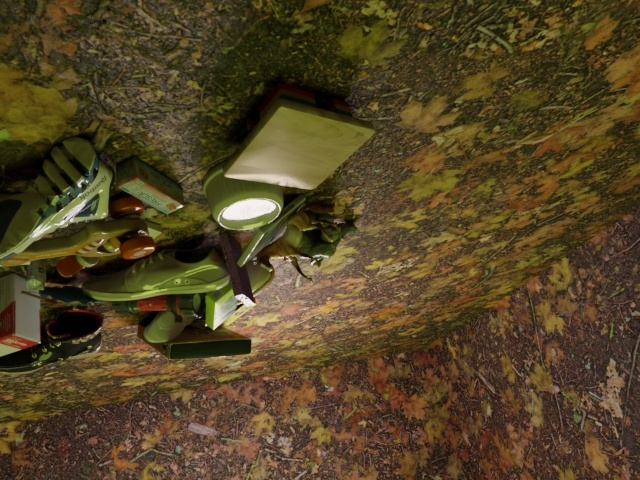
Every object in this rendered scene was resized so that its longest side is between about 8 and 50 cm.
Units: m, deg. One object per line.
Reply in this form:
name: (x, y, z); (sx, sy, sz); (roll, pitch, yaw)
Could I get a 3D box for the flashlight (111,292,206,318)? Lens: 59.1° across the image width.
flashlight: (-0.514, 0.198, 1.789); (0.304, 0.103, 0.103); (-3, 129, 17)

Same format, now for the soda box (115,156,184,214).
soda box: (-0.402, -0.128, 1.342); (0.058, 0.063, 0.183); (-21, 155, 16)

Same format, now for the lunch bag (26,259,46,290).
lunch bag: (-0.801, 0.095, 1.589); (0.053, 0.071, 0.083); (-2, 152, -20)

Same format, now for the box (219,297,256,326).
box: (-0.338, 0.254, 2.187); (0.058, 0.087, 0.232); (4, 149, -40)

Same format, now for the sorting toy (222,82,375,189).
sorting toy: (-0.058, -0.232, 1.280); (0.257, 0.089, 0.255); (5, 150, -37)

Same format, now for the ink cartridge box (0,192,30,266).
ink cartridge box: (-0.774, -0.020, 1.331); (0.154, 0.093, 0.212); (-3, 155, -27)

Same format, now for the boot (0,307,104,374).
boot: (-0.950, 0.352, 1.982); (0.377, 0.138, 0.284); (-4, 155, -31)

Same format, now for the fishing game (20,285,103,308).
fishing game: (-0.752, 0.172, 1.696); (0.189, 0.041, 0.264); (14, -178, 18)

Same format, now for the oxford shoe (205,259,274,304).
oxford shoe: (-0.350, 0.140, 1.871); (0.397, 0.140, 0.146); (-17, 151, 2)

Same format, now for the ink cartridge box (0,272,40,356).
ink cartridge box: (-0.971, 0.236, 1.646); (0.273, 0.197, 0.114); (-19, 154, 9)

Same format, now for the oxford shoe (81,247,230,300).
oxford shoe: (-0.501, 0.095, 1.714); (0.449, 0.130, 0.169); (-7, -160, 2)

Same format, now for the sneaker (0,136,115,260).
sneaker: (-0.565, -0.068, 1.235); (0.315, 0.127, 0.182); (-42, 160, 1)

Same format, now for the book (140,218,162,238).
book: (-0.525, -0.012, 1.565); (0.144, 0.035, 0.096); (-28, 150, 27)

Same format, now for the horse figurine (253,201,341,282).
horse figurine: (-0.054, -0.007, 1.619); (0.263, 0.174, 0.066); (-62, 171, -1)

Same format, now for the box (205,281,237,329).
box: (-0.313, 0.206, 1.792); (0.109, 0.042, 0.178); (-39, 157, -36)

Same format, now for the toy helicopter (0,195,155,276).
toy helicopter: (-0.601, 0.013, 1.387); (0.355, 0.140, 0.235); (-11, 166, -39)

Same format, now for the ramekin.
ramekin: (-0.191, -0.112, 1.442); (0.207, 0.109, 0.207); (-12, 155, -6)

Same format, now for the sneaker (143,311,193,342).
sneaker: (-0.542, 0.280, 2.002); (0.153, 0.101, 0.268); (-13, -163, 39)

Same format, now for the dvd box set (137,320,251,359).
dvd box set: (-0.486, 0.370, 2.136); (0.307, 0.062, 0.420); (2, -179, -31)

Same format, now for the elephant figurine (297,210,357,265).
elephant figurine: (0.000, 0.000, 1.765); (0.186, 0.169, 0.239); (12, 176, 11)

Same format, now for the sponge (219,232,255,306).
sponge: (-0.253, 0.089, 1.719); (0.031, 0.210, 0.117); (-20, 157, 6)

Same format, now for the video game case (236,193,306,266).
video game case: (-0.144, -0.028, 1.629); (0.193, 0.023, 0.212); (-43, 176, -38)
